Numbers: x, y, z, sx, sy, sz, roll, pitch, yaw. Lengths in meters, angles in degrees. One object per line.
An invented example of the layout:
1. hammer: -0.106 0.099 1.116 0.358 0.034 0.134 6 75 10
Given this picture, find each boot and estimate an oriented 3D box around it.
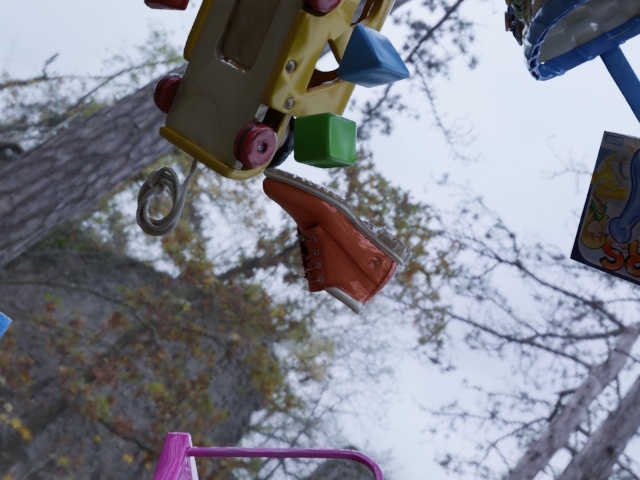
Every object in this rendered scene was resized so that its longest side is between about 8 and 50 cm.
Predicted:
1. boot: 0.000 0.000 0.729 0.158 0.085 0.059 37 -2 -17

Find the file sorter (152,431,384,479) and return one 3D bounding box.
1. file sorter: -0.034 0.328 0.638 0.182 0.202 0.291 0 -59 5

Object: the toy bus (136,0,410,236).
1. toy bus: -0.025 -0.113 0.536 0.202 0.104 0.191 -21 -109 35

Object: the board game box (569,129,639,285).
1. board game box: 0.338 -0.015 0.761 0.201 0.035 0.136 26 -70 48

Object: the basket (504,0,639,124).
1. basket: 0.300 -0.223 0.822 0.289 0.201 0.255 60 8 15

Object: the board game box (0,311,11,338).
1. board game box: -0.664 0.058 1.227 0.302 0.086 0.308 3 -36 45
